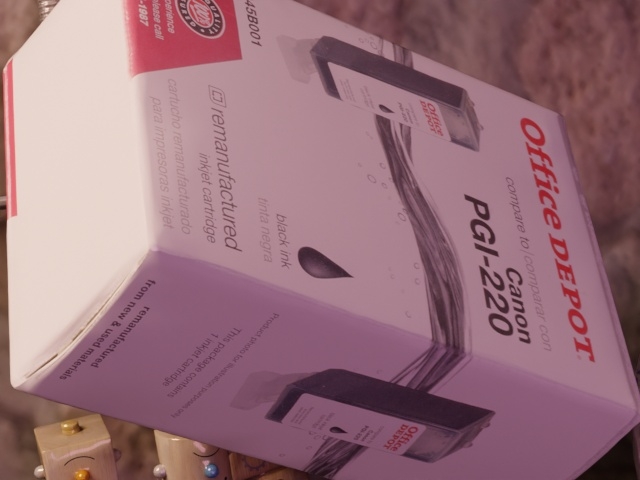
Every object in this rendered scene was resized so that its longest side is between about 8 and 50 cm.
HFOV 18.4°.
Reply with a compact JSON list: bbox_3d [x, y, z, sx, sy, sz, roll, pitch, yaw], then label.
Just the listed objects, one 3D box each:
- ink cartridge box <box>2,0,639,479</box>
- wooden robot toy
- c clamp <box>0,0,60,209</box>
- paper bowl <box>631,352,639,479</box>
[{"bbox_3d":[0.000,0.000,0.732,0.218,0.092,0.158,21,42,-32],"label":"ink cartridge box"},{"bbox_3d":[-0.025,0.093,0.792,0.173,0.076,0.079,-16,109,-28],"label":"wooden robot toy"},{"bbox_3d":[-0.087,-0.089,0.780,0.137,0.022,0.160,-2,92,-29],"label":"c clamp"},{"bbox_3d":[0.286,0.099,0.849,0.284,0.148,0.284,22,45,-24],"label":"paper bowl"}]
